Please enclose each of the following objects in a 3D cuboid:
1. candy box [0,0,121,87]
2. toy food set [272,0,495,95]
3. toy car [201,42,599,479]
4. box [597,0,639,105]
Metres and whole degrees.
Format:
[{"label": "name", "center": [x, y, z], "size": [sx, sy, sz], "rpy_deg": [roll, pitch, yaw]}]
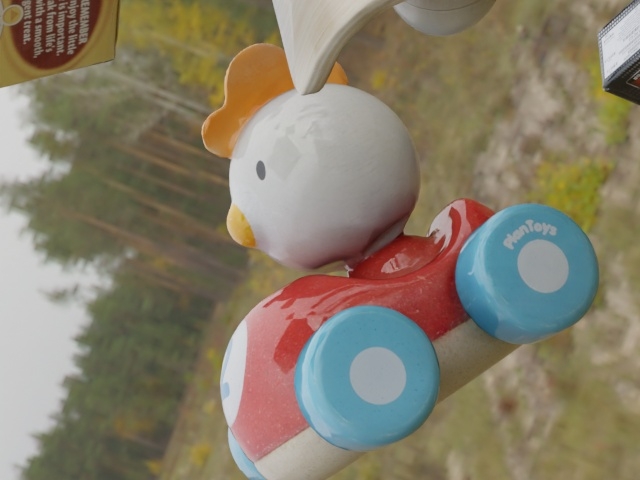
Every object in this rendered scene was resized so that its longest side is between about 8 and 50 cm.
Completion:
[{"label": "candy box", "center": [-0.266, -0.125, 0.649], "size": [0.183, 0.316, 0.088], "rpy_deg": [50, 144, 33]}, {"label": "toy food set", "center": [0.120, -0.172, 0.614], "size": [0.092, 0.306, 0.220], "rpy_deg": [94, 165, -58]}, {"label": "toy car", "center": [0.000, 0.000, 0.876], "size": [0.210, 0.238, 0.219], "rpy_deg": [-31, -7, -21]}, {"label": "box", "center": [0.373, -0.170, 1.114], "size": [0.270, 0.216, 0.060], "rpy_deg": [-43, 36, 47]}]
